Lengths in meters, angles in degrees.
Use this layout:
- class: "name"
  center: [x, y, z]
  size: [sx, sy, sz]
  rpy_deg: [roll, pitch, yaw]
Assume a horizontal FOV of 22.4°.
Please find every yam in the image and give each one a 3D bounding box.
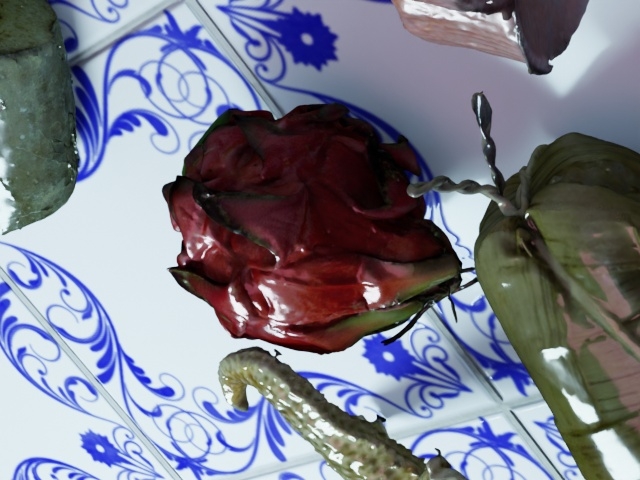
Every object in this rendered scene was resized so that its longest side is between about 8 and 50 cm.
- class: "yam"
  center: [-0.304, -0.122, 1.533]
  size: [0.154, 0.154, 0.254]
  rpy_deg: [21, 132, 18]

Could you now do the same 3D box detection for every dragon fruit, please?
- class: "dragon fruit"
  center: [0.000, 0.000, 1.357]
  size: [0.293, 0.234, 0.233]
  rpy_deg: [24, 140, 40]

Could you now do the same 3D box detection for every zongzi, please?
- class: "zongzi"
  center: [0.374, 0.028, 1.224]
  size: [0.467, 0.218, 0.500]
  rpy_deg: [-26, 99, 19]

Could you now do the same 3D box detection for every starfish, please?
- class: "starfish"
  center: [0.094, 0.225, 1.466]
  size: [0.324, 0.082, 0.432]
  rpy_deg: [27, 174, 37]

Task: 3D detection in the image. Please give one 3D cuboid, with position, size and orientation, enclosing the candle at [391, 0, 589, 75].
- class: "candle"
  center: [0.098, -0.271, 1.053]
  size: [0.131, 0.317, 0.287]
  rpy_deg: [17, 93, 26]
